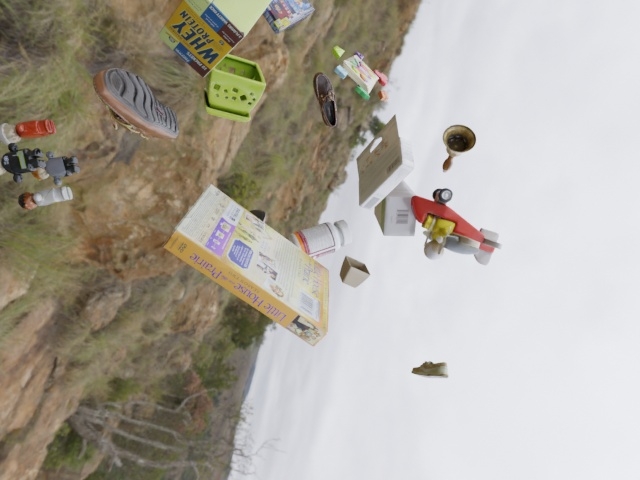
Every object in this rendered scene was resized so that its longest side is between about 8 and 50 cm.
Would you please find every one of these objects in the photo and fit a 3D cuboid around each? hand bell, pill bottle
[{"bbox_3d":[0.528,-0.339,1.780,0.242,0.126,0.126,84,19,-68],"label":"hand bell"},{"bbox_3d":[0.000,0.000,1.690,0.121,0.221,0.121,161,-90,-74],"label":"pill bottle"}]

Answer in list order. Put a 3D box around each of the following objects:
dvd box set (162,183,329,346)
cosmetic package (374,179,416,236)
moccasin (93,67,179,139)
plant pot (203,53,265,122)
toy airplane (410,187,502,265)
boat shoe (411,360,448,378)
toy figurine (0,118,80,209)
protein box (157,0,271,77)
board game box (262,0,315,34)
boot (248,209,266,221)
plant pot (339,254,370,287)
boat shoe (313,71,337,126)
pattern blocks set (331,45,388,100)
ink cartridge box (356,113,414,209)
[{"bbox_3d":[-0.156,0.049,1.120,0.062,0.420,0.308,-47,-163,21],"label":"dvd box set"},{"bbox_3d":[0.361,-0.166,2.159,0.365,0.155,0.197,-95,-175,-72],"label":"cosmetic package"},{"bbox_3d":[-0.520,-0.363,1.225,0.380,0.146,0.139,-101,180,-86],"label":"moccasin"},{"bbox_3d":[-0.379,-0.639,1.868,0.207,0.227,0.228,-62,-148,36],"label":"plant pot"},{"bbox_3d":[0.565,-0.013,1.897,0.272,0.386,0.384,-50,-132,6],"label":"toy airplane"},{"bbox_3d":[0.314,0.367,1.268,0.135,0.050,0.045,-21,-128,55],"label":"boat shoe"},{"bbox_3d":[-0.781,-0.203,1.208,0.210,0.148,0.213,82,-5,-52],"label":"toy figurine"},{"bbox_3d":[-0.232,-0.527,1.020,0.201,0.136,0.200,-14,-136,49],"label":"protein box"},{"bbox_3d":[-0.141,-0.771,1.403,0.060,0.194,0.194,-15,-154,51],"label":"board game box"},{"bbox_3d":[-0.297,0.041,1.865,0.280,0.096,0.264,97,5,-47],"label":"boot"},{"bbox_3d":[0.145,0.148,2.002,0.096,0.109,0.109,-59,-159,18],"label":"plant pot"},{"bbox_3d":[0.025,-0.539,1.706,0.073,0.073,0.207,-113,-176,-62],"label":"boat shoe"},{"bbox_3d":[0.161,-0.656,1.739,0.026,0.285,0.325,-42,-158,37],"label":"pattern blocks set"},{"bbox_3d":[0.250,-0.308,1.772,0.296,0.066,0.261,-45,-144,49],"label":"ink cartridge box"}]
